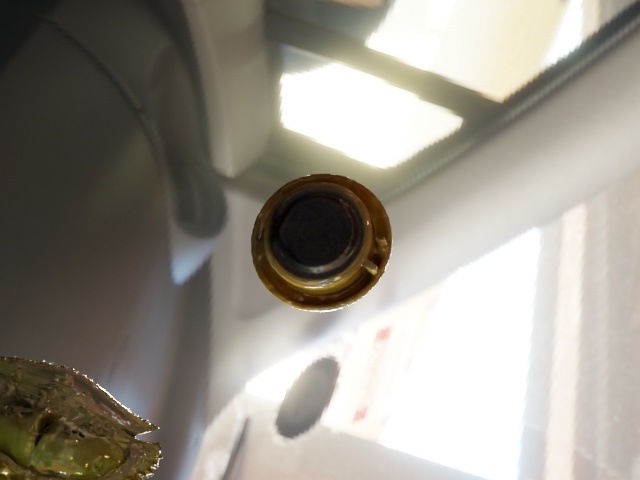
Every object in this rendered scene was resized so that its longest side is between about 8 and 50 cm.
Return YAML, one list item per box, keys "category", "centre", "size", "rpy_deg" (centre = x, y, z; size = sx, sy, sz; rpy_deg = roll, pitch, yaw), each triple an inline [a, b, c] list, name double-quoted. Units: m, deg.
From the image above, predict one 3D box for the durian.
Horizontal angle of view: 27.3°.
- category: "durian"
  centre: [-0.241, 0.160, 1.085]
  size: [0.146, 0.208, 0.102]
  rpy_deg: [-17, 140, -52]

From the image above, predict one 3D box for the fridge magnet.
- category: "fridge magnet"
  centre: [0.000, 0.000, 1.299]
  size: [0.063, 0.143, 0.143]
  rpy_deg: [65, 41, -72]
